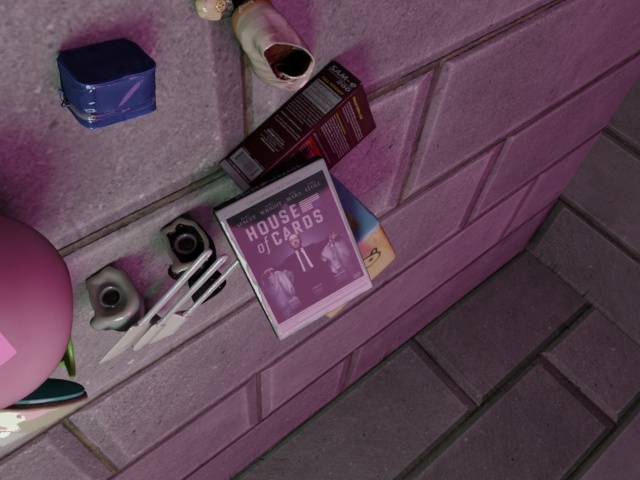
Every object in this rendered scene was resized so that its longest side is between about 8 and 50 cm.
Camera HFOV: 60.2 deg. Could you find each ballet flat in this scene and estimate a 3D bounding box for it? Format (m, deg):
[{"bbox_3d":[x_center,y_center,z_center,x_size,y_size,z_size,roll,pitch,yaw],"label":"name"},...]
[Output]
[{"bbox_3d":[-0.403,0.201,0.636,0.248,0.086,0.086,15,120,-40],"label":"ballet flat"},{"bbox_3d":[-0.064,-0.293,0.624,0.173,0.049,0.057,-34,153,-21],"label":"ballet flat"}]

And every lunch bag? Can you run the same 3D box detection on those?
[{"bbox_3d":[-0.223,-0.158,0.576,0.098,0.067,0.065,-27,150,-31],"label":"lunch bag"}]

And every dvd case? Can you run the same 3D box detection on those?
[{"bbox_3d":[-0.034,0.015,0.846,0.179,0.029,0.239,-29,116,-11],"label":"dvd case"}]

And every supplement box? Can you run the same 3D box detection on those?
[{"bbox_3d":[-0.029,-0.152,0.876,0.239,0.073,0.130,-42,155,-2],"label":"supplement box"}]

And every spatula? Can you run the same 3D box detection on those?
[{"bbox_3d":[-0.216,0.093,0.850,0.242,0.019,0.168,-46,164,14],"label":"spatula"}]

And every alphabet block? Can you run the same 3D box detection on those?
[{"bbox_3d":[0.000,0.000,1.022,0.192,0.193,0.197,-42,156,1],"label":"alphabet block"}]

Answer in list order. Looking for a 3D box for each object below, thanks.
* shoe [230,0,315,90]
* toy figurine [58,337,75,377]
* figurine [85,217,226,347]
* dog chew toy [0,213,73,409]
[{"bbox_3d":[-0.050,-0.229,0.701,0.076,0.058,0.219,-39,170,9],"label":"shoe"},{"bbox_3d":[-0.427,0.144,0.739,0.159,0.130,0.173,-10,166,-30],"label":"toy figurine"},{"bbox_3d":[-0.257,0.089,0.910,0.214,0.092,0.209,-36,159,-14],"label":"figurine"},{"bbox_3d":[-0.414,0.069,0.502,0.331,0.207,0.207,2,131,-40],"label":"dog chew toy"}]
